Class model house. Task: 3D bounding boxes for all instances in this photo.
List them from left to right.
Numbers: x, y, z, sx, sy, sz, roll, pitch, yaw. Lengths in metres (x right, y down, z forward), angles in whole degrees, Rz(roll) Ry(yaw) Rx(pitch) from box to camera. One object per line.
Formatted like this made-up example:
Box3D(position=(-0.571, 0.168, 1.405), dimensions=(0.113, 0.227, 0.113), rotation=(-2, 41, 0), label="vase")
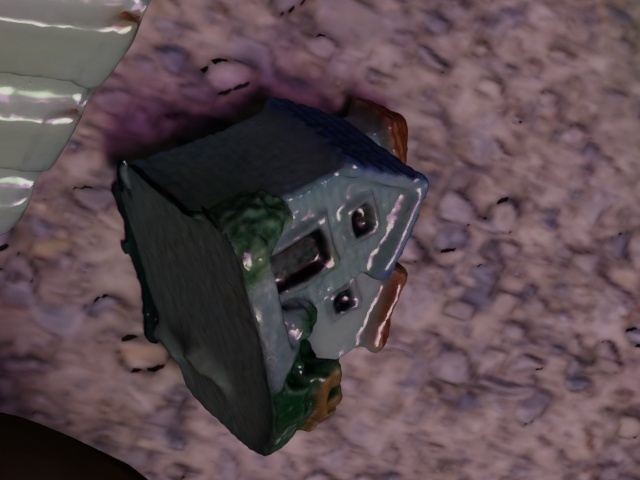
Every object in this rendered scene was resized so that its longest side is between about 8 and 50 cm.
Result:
Box3D(position=(0.000, 0.000, 0.902), dimensions=(0.148, 0.119, 0.148), rotation=(-32, 126, -23), label="model house")

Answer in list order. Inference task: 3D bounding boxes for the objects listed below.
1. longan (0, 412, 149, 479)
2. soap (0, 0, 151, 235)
Box3D(position=(-0.196, 0.252, 0.766), dimensions=(0.404, 0.336, 0.404), rotation=(-5, 109, -14), label="longan")
Box3D(position=(-0.238, -0.100, 0.657), dimensions=(0.347, 0.115, 0.208), rotation=(3, 144, -32), label="soap")
